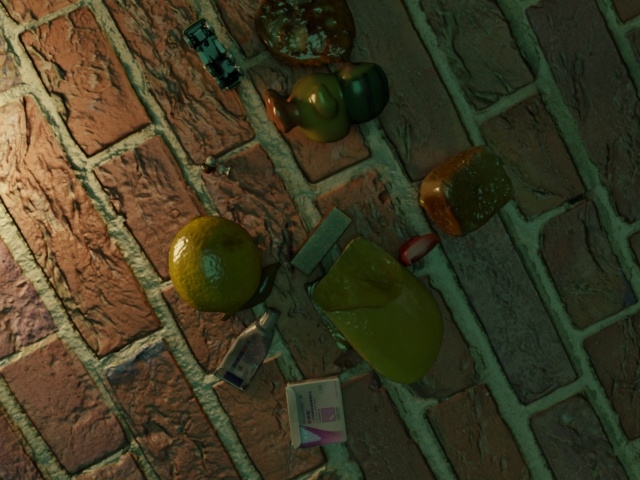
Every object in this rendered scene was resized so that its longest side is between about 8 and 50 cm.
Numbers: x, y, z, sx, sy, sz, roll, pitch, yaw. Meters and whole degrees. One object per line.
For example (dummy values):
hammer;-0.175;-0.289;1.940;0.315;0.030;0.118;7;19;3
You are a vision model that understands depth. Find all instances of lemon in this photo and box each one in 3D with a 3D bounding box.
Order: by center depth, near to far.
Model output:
lemon;-0.284;0.068;1.165;0.268;0.267;0.267;0;93;-3

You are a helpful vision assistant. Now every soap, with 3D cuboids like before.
soap;0.193;0.207;1.210;0.427;0.115;0.306;44;56;-15
soap;0.062;0.202;1.273;0.135;0.076;0.233;-30;93;-2

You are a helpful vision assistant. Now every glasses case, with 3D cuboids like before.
glasses case;0.000;0.000;1.270;0.075;0.049;0.218;38;91;-11

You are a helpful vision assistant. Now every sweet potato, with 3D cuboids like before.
sweet potato;-0.201;0.165;1.269;0.249;0.059;0.069;-45;74;4

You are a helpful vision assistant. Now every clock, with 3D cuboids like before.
clock;0.278;0.023;1.235;0.113;0.155;0.061;-39;85;0

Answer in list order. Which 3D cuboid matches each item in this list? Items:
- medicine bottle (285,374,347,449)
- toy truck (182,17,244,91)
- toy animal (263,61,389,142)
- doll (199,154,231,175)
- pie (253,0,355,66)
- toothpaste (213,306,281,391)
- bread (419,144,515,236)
medicine bottle;-0.012;0.522;1.301;0.171;0.052;0.200;-6;92;-2
toy truck;-0.292;-0.509;1.197;0.085;0.116;0.191;-37;103;0
toy animal;0.027;-0.375;1.186;0.338;0.216;0.191;-21;121;-5
doll;-0.307;-0.211;1.251;0.085;0.040;0.058;36;81;-4
pie;-0.048;-0.622;1.214;0.309;0.085;0.308;0;89;-1
toothpaste;-0.205;0.322;1.280;0.099;0.068;0.282;38;102;26
bread;0.412;-0.143;1.223;0.246;0.176;0.195;-38;105;-15
